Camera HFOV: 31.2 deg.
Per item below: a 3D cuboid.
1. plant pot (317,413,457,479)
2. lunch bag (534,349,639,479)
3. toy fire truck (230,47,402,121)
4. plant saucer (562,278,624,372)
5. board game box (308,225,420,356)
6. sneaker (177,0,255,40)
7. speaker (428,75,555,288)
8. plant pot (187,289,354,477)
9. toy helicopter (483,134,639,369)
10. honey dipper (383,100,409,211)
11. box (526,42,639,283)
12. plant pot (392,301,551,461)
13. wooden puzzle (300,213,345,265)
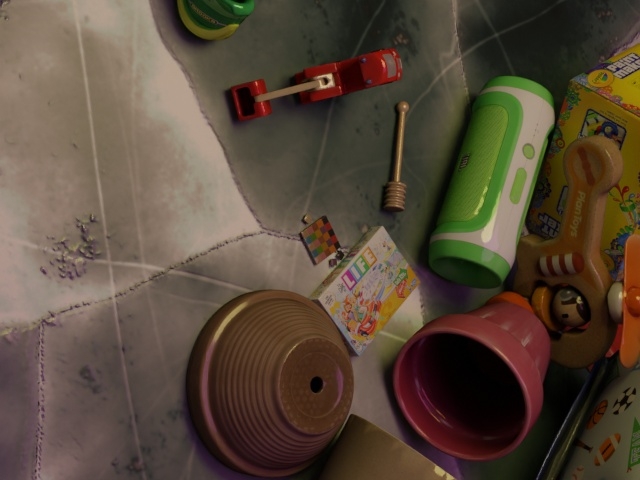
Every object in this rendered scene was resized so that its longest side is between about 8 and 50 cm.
[{"bbox_3d":[0.064,0.400,1.420,0.256,0.256,0.274,41,79,-28],"label":"plant pot"},{"bbox_3d":[0.456,0.312,1.632,0.239,0.385,0.327,36,64,-8],"label":"lunch bag"},{"bbox_3d":[-0.002,-0.201,1.464,0.135,0.192,0.047,-30,108,-66],"label":"toy fire truck"},{"bbox_3d":[0.500,0.097,1.891,0.258,0.048,0.259,53,57,-22],"label":"plant saucer"},{"bbox_3d":[0.061,0.068,1.559,0.154,0.026,0.103,-48,114,-31],"label":"board game box"},{"bbox_3d":[-0.123,-0.397,1.395,0.109,0.123,0.295,-11,92,-38],"label":"sneaker"},{"bbox_3d":[0.249,-0.086,1.654,0.131,0.131,0.296,32,67,-32],"label":"speaker"},{"bbox_3d":[-0.037,0.176,1.420,0.237,0.110,0.237,5,82,-38],"label":"plant pot"},{"bbox_3d":[0.375,0.026,1.620,0.140,0.235,0.355,-19,124,-38],"label":"toy helicopter"},{"bbox_3d":[0.112,-0.120,1.616,0.030,0.030,0.160,17,74,-36],"label":"honey dipper"},{"bbox_3d":[0.496,-0.135,1.744,0.290,0.177,0.279,-28,142,-37],"label":"box"},{"bbox_3d":[0.229,0.177,1.589,0.180,0.201,0.201,-33,107,-51],"label":"plant pot"},{"bbox_3d":[0.000,0.000,1.530,0.049,0.006,0.083,-36,108,-35],"label":"wooden puzzle"}]
